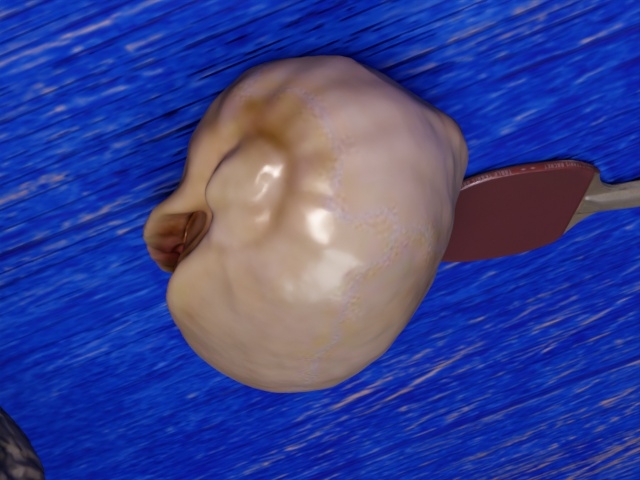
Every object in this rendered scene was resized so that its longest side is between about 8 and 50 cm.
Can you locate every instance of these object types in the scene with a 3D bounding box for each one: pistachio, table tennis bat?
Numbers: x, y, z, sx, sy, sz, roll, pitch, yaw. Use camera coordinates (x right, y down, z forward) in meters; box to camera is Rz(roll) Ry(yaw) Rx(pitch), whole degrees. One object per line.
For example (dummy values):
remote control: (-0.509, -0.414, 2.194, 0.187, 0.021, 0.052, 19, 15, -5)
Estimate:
pistachio: (0.000, 0.000, 0.854, 0.145, 0.117, 0.200, -19, 156, -9)
table tennis bat: (0.120, -0.019, 1.016, 0.156, 0.013, 0.087, -8, 151, -16)

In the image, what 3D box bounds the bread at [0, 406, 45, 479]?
bread: (-0.263, 0.139, 0.840, 0.279, 0.225, 0.250, -32, 153, 18)
